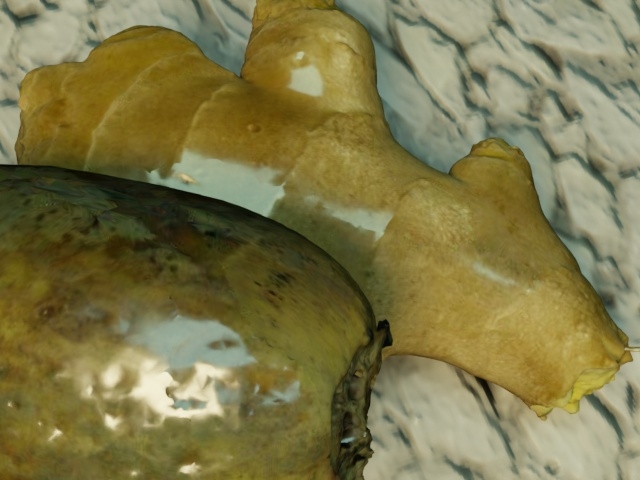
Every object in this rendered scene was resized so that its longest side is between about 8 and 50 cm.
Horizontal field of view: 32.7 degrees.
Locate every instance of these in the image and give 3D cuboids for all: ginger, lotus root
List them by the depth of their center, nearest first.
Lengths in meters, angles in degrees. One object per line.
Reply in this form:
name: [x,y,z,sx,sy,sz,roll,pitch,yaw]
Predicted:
lotus root: [-0.110,0.048,0.499,0.275,0.152,0.160,7,27,15]
ginger: [0.002,-0.020,0.662,0.375,0.166,0.236,14,53,-18]
